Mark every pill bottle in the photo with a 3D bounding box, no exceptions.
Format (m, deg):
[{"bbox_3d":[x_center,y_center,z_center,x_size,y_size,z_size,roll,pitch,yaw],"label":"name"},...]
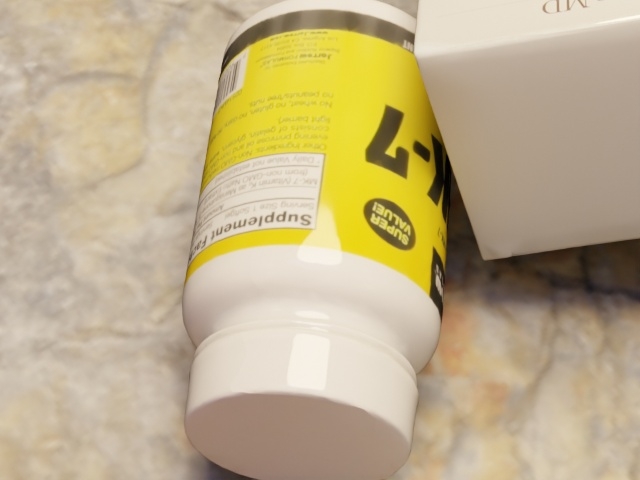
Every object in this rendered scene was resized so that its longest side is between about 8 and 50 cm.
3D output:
[{"bbox_3d":[0.000,0.000,0.717,0.119,0.119,0.208,5,58,3],"label":"pill bottle"}]

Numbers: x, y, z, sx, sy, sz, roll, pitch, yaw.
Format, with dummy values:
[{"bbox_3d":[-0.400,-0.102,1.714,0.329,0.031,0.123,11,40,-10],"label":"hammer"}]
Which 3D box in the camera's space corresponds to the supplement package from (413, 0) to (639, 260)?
[{"bbox_3d":[0.132,-0.129,0.747,0.139,0.134,0.244,-8,45,16],"label":"supplement package"}]
